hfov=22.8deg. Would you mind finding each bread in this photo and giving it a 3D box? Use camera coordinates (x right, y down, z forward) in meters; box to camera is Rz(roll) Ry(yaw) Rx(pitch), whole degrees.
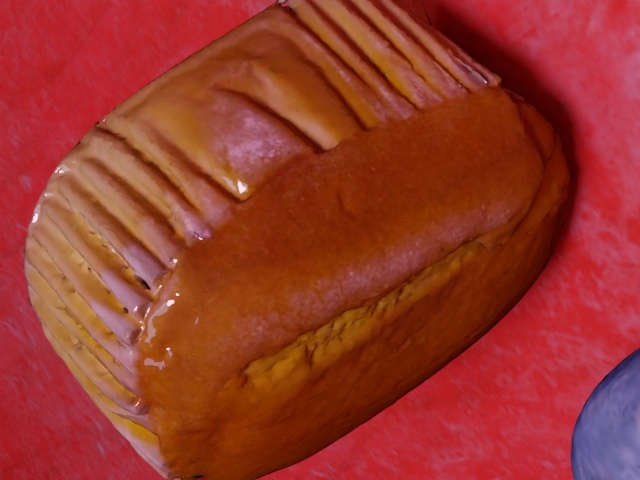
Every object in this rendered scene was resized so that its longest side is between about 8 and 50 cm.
[{"bbox_3d":[0.000,0.000,0.836,0.156,0.288,0.204,40,150,39],"label":"bread"}]

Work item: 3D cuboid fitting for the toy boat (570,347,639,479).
[{"bbox_3d":[0.252,0.164,0.768,0.330,0.123,0.215,33,142,36],"label":"toy boat"}]
